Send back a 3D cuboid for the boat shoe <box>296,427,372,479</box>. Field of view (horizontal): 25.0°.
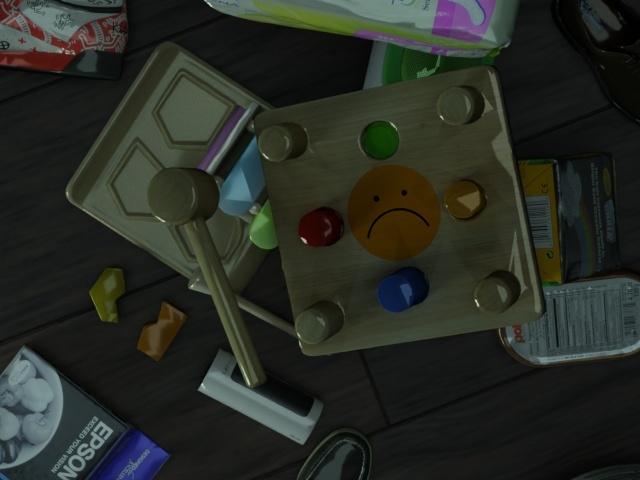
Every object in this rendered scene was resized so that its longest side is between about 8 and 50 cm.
[{"bbox_3d":[-0.008,0.316,1.607,0.080,0.073,0.223,31,93,-3],"label":"boat shoe"}]

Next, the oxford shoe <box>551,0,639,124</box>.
[{"bbox_3d":[0.345,-0.192,1.575,0.227,0.096,0.083,42,90,-5],"label":"oxford shoe"}]

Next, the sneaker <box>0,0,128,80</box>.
[{"bbox_3d":[-0.341,-0.258,1.557,0.270,0.090,0.145,6,92,-5],"label":"sneaker"}]

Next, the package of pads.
[{"bbox_3d":[0.043,-0.291,1.274,0.297,0.101,0.229,12,92,-2],"label":"package of pads"}]

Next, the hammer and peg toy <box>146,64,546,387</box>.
[{"bbox_3d":[0.027,-0.011,1.434,0.361,0.127,0.266,-11,94,19],"label":"hammer and peg toy"}]

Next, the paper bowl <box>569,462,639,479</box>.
[{"bbox_3d":[0.344,0.387,1.584,0.284,0.148,0.284,0,94,-2],"label":"paper bowl"}]

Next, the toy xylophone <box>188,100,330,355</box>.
[{"bbox_3d":[0.000,0.000,1.566,0.323,0.081,0.236,24,95,-14],"label":"toy xylophone"}]

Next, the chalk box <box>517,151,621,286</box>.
[{"bbox_3d":[0.238,-0.025,1.547,0.132,0.213,0.132,-3,93,31],"label":"chalk box"}]

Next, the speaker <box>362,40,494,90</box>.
[{"bbox_3d":[0.129,-0.246,1.551,0.131,0.131,0.296,13,93,-2],"label":"speaker"}]

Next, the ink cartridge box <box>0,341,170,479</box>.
[{"bbox_3d":[-0.311,0.257,1.611,0.208,0.045,0.206,38,91,-5],"label":"ink cartridge box"}]

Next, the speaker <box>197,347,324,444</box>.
[{"bbox_3d":[-0.067,0.174,1.607,0.136,0.055,0.055,28,92,-2],"label":"speaker"}]

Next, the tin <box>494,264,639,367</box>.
[{"bbox_3d":[0.289,0.085,1.613,0.190,0.040,0.106,-7,98,-1],"label":"tin"}]

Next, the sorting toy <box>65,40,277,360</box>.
[{"bbox_3d":[-0.160,-0.036,1.603,0.229,0.041,0.307,33,92,-8],"label":"sorting toy"}]
